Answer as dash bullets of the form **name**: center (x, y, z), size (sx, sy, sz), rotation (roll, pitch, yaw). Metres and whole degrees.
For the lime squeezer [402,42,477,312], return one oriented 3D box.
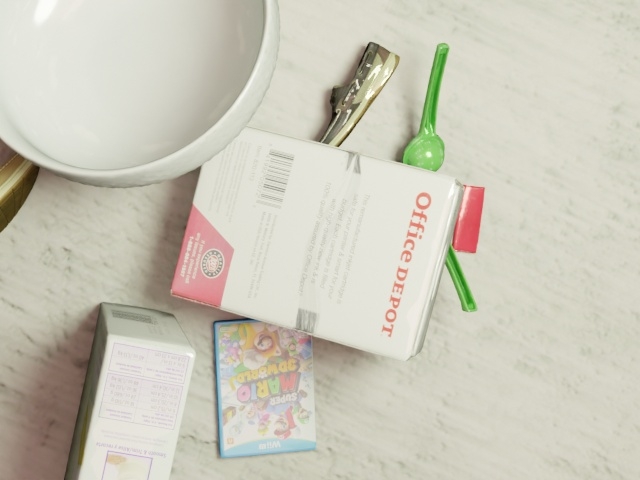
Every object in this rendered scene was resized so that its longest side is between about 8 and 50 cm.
- **lime squeezer**: center (0.132, -0.073, 1.375), size (0.058, 0.110, 0.310), rotation (-7, 96, -6)

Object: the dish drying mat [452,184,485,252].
- **dish drying mat**: center (0.184, -0.027, 1.443), size (0.032, 0.008, 0.083), rotation (7, 95, -12)

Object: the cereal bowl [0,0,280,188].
- **cereal bowl**: center (-0.200, -0.211, 1.249), size (0.338, 0.141, 0.339), rotation (-2, 78, 11)

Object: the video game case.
- **video game case**: center (-0.067, 0.176, 1.405), size (0.119, 0.015, 0.166), rotation (-3, 96, -12)

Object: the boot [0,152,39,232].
- **boot**: center (-0.428, -0.054, 1.272), size (0.165, 0.077, 0.213), rotation (35, 62, 7)

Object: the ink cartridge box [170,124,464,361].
- **ink cartridge box**: center (0.000, 0.000, 1.298), size (0.283, 0.117, 0.207), rotation (15, 92, 12)

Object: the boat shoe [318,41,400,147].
- **boat shoe**: center (0.035, -0.167, 1.379), size (0.049, 0.056, 0.152), rotation (36, 83, -2)

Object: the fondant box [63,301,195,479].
- **fondant box**: center (-0.225, 0.249, 1.264), size (0.096, 0.238, 0.330), rotation (11, 93, -13)
